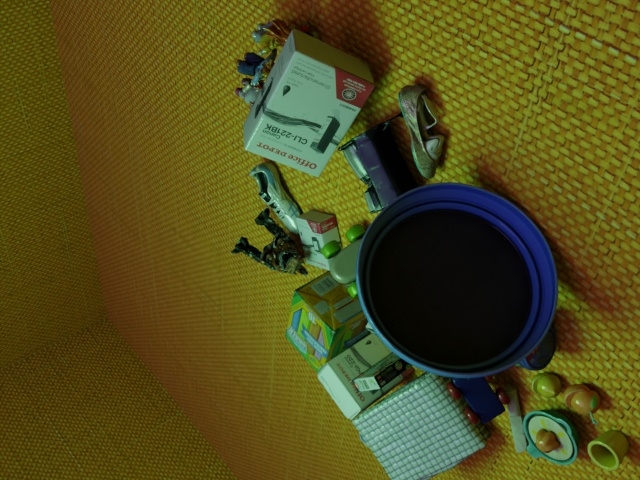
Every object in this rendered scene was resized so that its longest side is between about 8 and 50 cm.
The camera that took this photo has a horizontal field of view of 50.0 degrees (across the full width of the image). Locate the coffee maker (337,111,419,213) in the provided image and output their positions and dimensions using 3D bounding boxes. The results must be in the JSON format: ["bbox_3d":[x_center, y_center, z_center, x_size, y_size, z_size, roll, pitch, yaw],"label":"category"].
[{"bbox_3d":[0.146,-0.168,1.555,0.171,0.120,0.178,-27,91,57],"label":"coffee maker"}]

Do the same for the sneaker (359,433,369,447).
[{"bbox_3d":[0.185,0.620,2.142,0.152,0.058,0.085,29,141,36],"label":"sneaker"}]

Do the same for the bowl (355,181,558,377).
[{"bbox_3d":[0.261,0.077,1.344,0.391,0.391,0.077,52,165,15],"label":"bowl"}]

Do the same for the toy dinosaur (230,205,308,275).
[{"bbox_3d":[-0.135,0.038,2.044,0.218,0.164,0.322,37,157,-8],"label":"toy dinosaur"}]

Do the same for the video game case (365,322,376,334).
[{"bbox_3d":[0.235,0.132,1.568,0.210,0.232,0.042,11,155,51],"label":"video game case"}]

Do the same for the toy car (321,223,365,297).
[{"bbox_3d":[0.100,0.071,1.832,0.155,0.149,0.188,56,176,16],"label":"toy car"}]

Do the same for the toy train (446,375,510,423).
[{"bbox_3d":[0.327,0.295,1.590,0.248,0.105,0.143,53,-173,-23],"label":"toy train"}]

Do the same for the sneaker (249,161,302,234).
[{"bbox_3d":[-0.130,-0.117,2.018,0.237,0.086,0.085,60,146,1],"label":"sneaker"}]

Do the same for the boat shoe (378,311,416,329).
[{"bbox_3d":[0.179,0.083,1.511,0.135,0.367,0.157,9,138,9],"label":"boat shoe"}]

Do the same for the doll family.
[{"bbox_3d":[-0.127,-0.432,1.620,0.118,0.263,0.163,33,-179,-40],"label":"doll family"}]

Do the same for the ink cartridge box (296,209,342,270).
[{"bbox_3d":[0.000,0.000,1.939,0.109,0.063,0.151,15,125,49],"label":"ink cartridge box"}]

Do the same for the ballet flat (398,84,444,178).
[{"bbox_3d":[0.223,-0.230,1.453,0.067,0.073,0.206,-6,112,41],"label":"ballet flat"}]

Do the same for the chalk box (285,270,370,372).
[{"bbox_3d":[0.025,0.252,1.987,0.179,0.180,0.289,44,145,27],"label":"chalk box"}]

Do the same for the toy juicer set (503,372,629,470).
[{"bbox_3d":[0.493,0.399,1.515,0.329,0.089,0.209,-24,93,58],"label":"toy juicer set"}]

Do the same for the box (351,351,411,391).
[{"bbox_3d":[0.190,0.321,1.775,0.036,0.207,0.114,62,148,1],"label":"box"}]

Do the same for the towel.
[{"bbox_3d":[0.262,0.487,1.786,0.283,0.121,0.235,-38,86,24],"label":"towel"}]

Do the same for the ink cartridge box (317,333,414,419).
[{"bbox_3d":[0.124,0.364,1.890,0.159,0.217,0.092,52,147,15],"label":"ink cartridge box"}]

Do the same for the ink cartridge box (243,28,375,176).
[{"bbox_3d":[-0.033,-0.301,1.549,0.273,0.196,0.114,-56,26,35],"label":"ink cartridge box"}]

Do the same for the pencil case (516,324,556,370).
[{"bbox_3d":[0.366,0.191,1.514,0.119,0.133,0.306,38,164,-35],"label":"pencil case"}]
